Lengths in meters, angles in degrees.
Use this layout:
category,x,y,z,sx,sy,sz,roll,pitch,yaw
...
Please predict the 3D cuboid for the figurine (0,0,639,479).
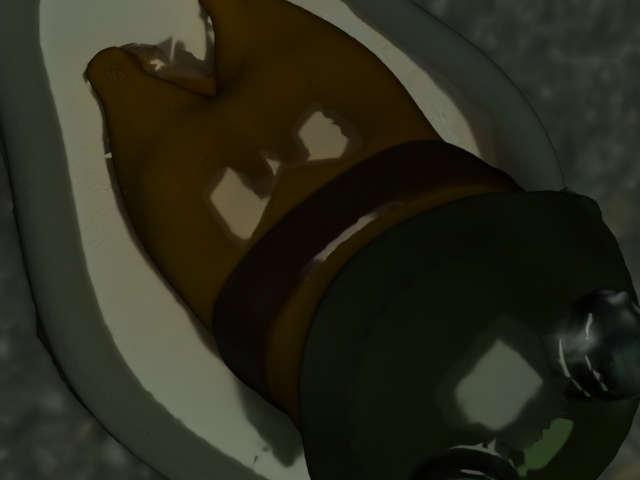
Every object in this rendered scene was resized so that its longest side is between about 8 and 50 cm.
category,x,y,z,sx,sy,sz,roll,pitch,yaw
figurine,0.000,0.000,0.509,0.166,0.141,0.250,-40,100,-4
